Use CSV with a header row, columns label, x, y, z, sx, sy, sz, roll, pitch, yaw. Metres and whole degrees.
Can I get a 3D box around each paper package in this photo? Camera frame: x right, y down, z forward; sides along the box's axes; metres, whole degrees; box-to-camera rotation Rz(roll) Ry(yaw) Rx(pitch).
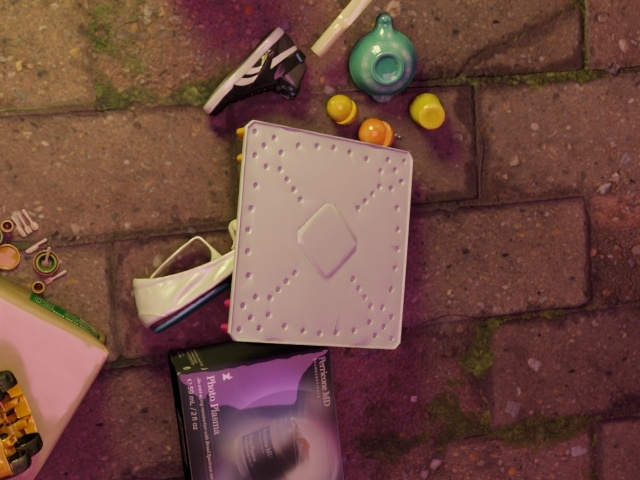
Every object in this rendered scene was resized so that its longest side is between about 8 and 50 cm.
label,x,y,z,sx,sy,sz,roll,pitch,yaw
paper package,-0.595,0.235,1.868,0.325,0.168,0.309,31,90,-14

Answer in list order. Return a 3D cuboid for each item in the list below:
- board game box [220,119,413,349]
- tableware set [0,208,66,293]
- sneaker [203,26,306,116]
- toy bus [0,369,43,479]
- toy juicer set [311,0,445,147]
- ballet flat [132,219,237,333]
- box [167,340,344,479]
label,x,y,z,sx,sy,sz,roll,pitch,yaw
board game box,0.000,0.000,1.925,0.390,0.050,0.389,7,85,-37
tableware set,-0.555,0.027,1.923,0.104,0.024,0.154,-32,104,-7
sneaker,-0.111,-0.290,1.957,0.121,0.079,0.217,44,85,-13
toy bus,-0.586,0.324,1.689,0.212,0.220,0.149,-19,98,-4
toy juicer set,0.090,-0.327,2.004,0.209,0.089,0.329,-28,111,5
ballet flat,-0.179,0.033,1.970,0.400,0.139,0.139,-28,103,-8
box,-0.123,0.347,1.988,0.294,0.183,0.296,-9,100,-13
